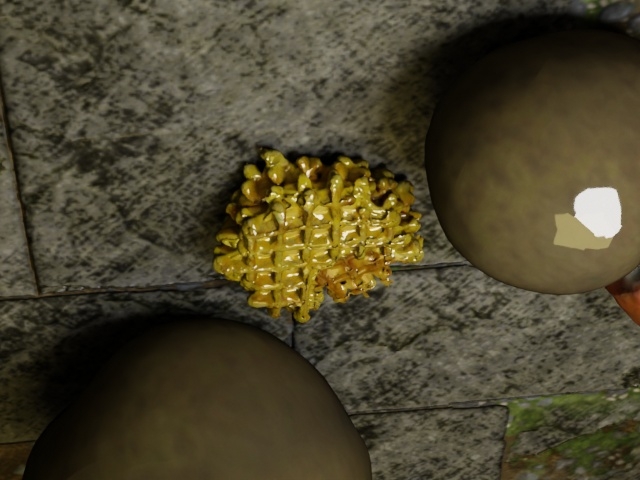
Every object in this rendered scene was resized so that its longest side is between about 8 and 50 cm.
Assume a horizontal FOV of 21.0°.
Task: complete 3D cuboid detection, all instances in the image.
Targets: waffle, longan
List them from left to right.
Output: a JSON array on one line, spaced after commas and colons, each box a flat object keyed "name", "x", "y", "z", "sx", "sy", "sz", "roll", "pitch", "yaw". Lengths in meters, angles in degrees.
[{"name": "longan", "x": -0.128, "y": 0.249, "z": 1.718, "sx": 0.361, "sy": 0.361, "sz": 0.361, "roll": -5, "pitch": 139, "yaw": -4}, {"name": "waffle", "x": 0.000, "y": 0.000, "z": 1.624, "sx": 0.197, "sy": 0.070, "sz": 0.193, "roll": 16, "pitch": 133, "yaw": -25}, {"name": "longan", "x": 0.213, "y": -0.067, "z": 1.461, "sx": 0.248, "sy": 0.248, "sz": 0.248, "roll": -5, "pitch": 139, "yaw": -4}]

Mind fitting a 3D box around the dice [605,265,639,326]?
[{"name": "dice", "x": 0.369, "y": -0.003, "z": 1.595, "sx": 0.179, "sy": 0.175, "sz": 0.174, "roll": 28, "pitch": 124, "yaw": -21}]
